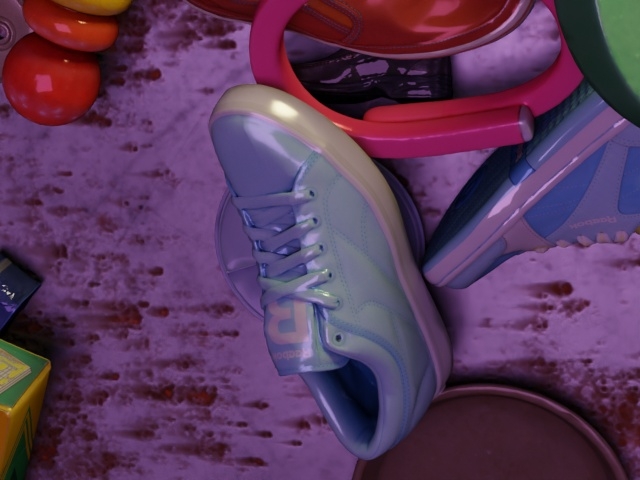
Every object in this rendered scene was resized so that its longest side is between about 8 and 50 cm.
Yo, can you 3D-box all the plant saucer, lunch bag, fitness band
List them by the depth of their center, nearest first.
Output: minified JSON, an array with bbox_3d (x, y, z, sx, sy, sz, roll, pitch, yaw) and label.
[{"bbox_3d":[0.083,-0.164,1.487,0.291,0.054,0.209,-7,132,18],"label":"fitness band"},{"bbox_3d":[0.167,0.261,1.717,0.278,0.041,0.277,4,110,12],"label":"plant saucer"},{"bbox_3d":[-0.332,0.062,1.751,0.065,0.067,0.098,40,114,-2],"label":"lunch bag"}]

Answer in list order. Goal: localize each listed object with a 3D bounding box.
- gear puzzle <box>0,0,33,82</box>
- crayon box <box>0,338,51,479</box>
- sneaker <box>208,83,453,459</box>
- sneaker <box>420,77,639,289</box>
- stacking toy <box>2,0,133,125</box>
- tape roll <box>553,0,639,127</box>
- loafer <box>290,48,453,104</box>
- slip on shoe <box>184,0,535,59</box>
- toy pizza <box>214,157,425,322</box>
[{"bbox_3d":[-0.351,-0.206,1.676,0.339,0.044,0.175,-30,99,20],"label":"gear puzzle"},{"bbox_3d":[-0.475,0.190,1.772,0.363,0.106,0.313,22,126,6],"label":"crayon box"},{"bbox_3d":[0.001,0.038,1.549,0.135,0.150,0.366,-13,120,37],"label":"sneaker"},{"bbox_3d":[0.250,-0.018,1.561,0.208,0.127,0.319,38,123,-12],"label":"sneaker"},{"bbox_3d":[-0.205,-0.256,1.573,0.141,0.141,0.330,25,112,4],"label":"stacking toy"},{"bbox_3d":[0.342,-0.228,1.406,0.321,0.077,0.321,-3,101,-18],"label":"tape roll"},{"bbox_3d":[0.036,-0.156,1.602,0.170,0.062,0.061,2,87,8],"label":"loafer"},{"bbox_3d":[0.022,-0.230,1.536,0.331,0.101,0.123,9,83,11],"label":"slip on shoe"},{"bbox_3d":[0.000,0.000,1.671,0.201,0.032,0.201,4,112,10],"label":"toy pizza"}]
